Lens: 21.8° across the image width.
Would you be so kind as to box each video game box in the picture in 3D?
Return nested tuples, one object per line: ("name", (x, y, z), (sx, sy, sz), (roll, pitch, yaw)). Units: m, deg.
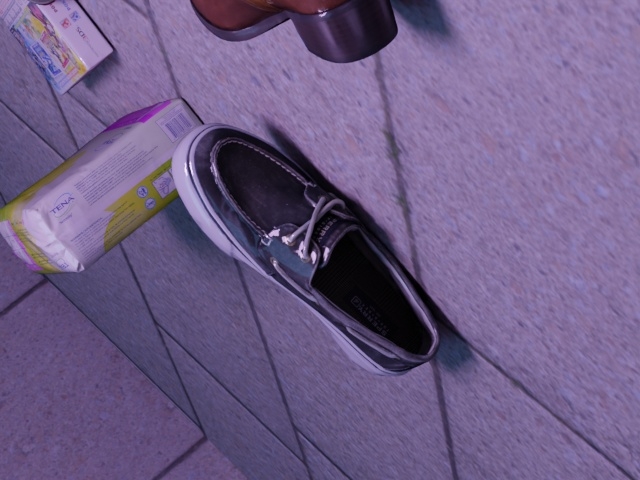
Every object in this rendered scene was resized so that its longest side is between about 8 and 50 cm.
("video game box", (-0.342, -0.275, 2.024), (0.187, 0.048, 0.205), (55, 163, -8))

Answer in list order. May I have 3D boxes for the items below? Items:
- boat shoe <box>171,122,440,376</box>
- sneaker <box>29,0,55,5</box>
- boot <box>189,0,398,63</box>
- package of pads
("boat shoe", (0.000, 0.000, 1.658), (0.335, 0.121, 0.119), (42, 157, -11))
("sneaker", (-0.338, -0.333, 1.857), (0.075, 0.063, 0.170), (36, 154, 56))
("boot", (-0.073, -0.280, 1.251), (0.264, 0.096, 0.280), (37, 156, 58))
("package of pads", (-0.263, -0.059, 1.968), (0.101, 0.229, 0.296), (53, 162, -11))
